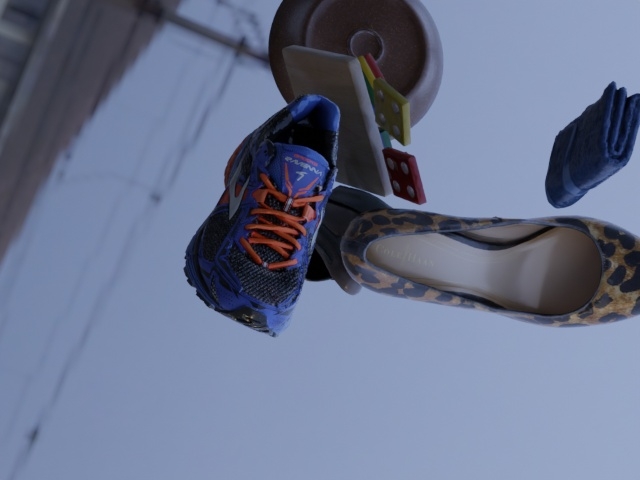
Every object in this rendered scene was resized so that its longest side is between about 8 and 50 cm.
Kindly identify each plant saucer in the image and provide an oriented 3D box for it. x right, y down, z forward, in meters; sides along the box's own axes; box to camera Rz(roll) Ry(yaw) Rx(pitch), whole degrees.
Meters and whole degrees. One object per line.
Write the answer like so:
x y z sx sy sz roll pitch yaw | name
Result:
0.044 -0.204 2.140 0.036 0.199 0.198 150 -40 -70 | plant saucer

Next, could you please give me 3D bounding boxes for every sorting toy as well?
0.034 -0.116 1.835 0.274 0.046 0.132 21 -49 61 | sorting toy

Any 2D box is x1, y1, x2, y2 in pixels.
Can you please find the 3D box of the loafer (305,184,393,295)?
0.000 0.000 1.796 0.084 0.096 0.267 -54 -165 -10 | loafer

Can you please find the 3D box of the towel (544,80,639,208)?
0.195 -0.067 1.451 0.119 0.029 0.067 138 -30 -68 | towel

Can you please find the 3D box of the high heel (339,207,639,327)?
0.150 0.024 1.540 0.186 0.261 0.093 -7 104 -71 | high heel

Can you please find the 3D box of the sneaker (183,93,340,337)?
-0.033 -0.024 1.346 0.087 0.083 0.221 -55 -162 38 | sneaker
